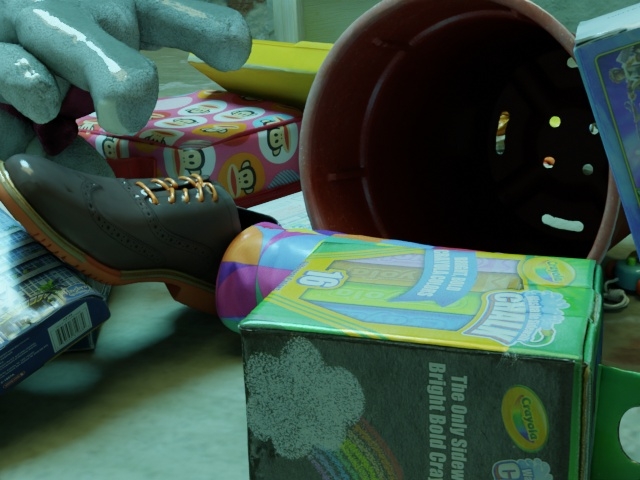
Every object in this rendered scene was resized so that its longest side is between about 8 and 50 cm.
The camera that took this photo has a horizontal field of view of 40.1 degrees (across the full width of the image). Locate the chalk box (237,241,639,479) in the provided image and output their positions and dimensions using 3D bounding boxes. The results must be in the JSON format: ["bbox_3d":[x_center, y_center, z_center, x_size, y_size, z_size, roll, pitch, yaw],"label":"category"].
[{"bbox_3d":[0.082,0.086,0.459,0.213,0.132,0.132,5,20,18],"label":"chalk box"}]

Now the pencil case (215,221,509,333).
[{"bbox_3d":[0.037,0.047,0.633,0.236,0.104,0.104,10,22,35],"label":"pencil case"}]

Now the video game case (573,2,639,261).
[{"bbox_3d":[0.276,-0.011,0.401,0.244,0.269,0.061,-16,18,23],"label":"video game case"}]

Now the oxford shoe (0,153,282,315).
[{"bbox_3d":[-0.128,-0.023,0.662,0.097,0.098,0.271,50,12,29],"label":"oxford shoe"}]

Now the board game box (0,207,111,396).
[{"bbox_3d":[-0.278,0.036,0.578,0.194,0.060,0.194,35,55,26],"label":"board game box"}]

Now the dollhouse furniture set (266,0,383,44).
[{"bbox_3d":[-0.023,-0.357,1.442,0.256,0.362,0.394,-12,21,-27],"label":"dollhouse furniture set"}]

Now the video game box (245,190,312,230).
[{"bbox_3d":[0.000,0.000,0.861,0.187,0.048,0.205,12,23,42],"label":"video game box"}]

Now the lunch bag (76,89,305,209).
[{"bbox_3d":[-0.180,-0.110,1.100,0.293,0.120,0.258,16,26,42],"label":"lunch bag"}]

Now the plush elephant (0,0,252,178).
[{"bbox_3d":[-0.281,-0.145,0.909,0.330,0.255,0.272,24,32,1],"label":"plush elephant"}]

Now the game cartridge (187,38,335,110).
[{"bbox_3d":[0.029,-0.171,1.129,0.324,0.052,0.285,14,-11,41],"label":"game cartridge"}]

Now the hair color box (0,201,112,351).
[{"bbox_3d":[-0.361,0.026,0.740,0.347,0.105,0.174,-4,19,-6],"label":"hair color box"}]

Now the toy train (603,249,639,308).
[{"bbox_3d":[0.317,0.030,0.728,0.166,0.046,0.125,6,20,23],"label":"toy train"}]

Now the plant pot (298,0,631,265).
[{"bbox_3d":[0.169,-0.072,0.755,0.272,0.272,0.265,11,15,36],"label":"plant pot"}]

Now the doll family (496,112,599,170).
[{"bbox_3d":[0.294,-0.164,1.197,0.163,0.118,0.263,0,19,7],"label":"doll family"}]
